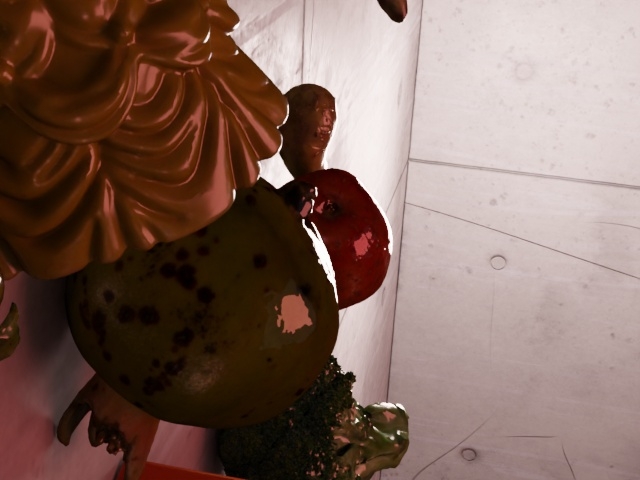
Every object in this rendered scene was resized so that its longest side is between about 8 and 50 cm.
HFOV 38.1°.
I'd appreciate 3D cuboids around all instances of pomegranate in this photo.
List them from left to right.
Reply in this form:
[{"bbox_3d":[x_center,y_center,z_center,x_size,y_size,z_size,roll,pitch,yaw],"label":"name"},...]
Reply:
[{"bbox_3d":[-0.085,0.064,0.659,0.198,0.198,0.246,-44,143,-73],"label":"pomegranate"}]

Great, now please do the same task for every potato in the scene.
[{"bbox_3d":[-0.021,-0.131,1.145,0.091,0.070,0.138,-114,-156,-43],"label":"potato"}]

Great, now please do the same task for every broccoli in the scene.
[{"bbox_3d":[-0.010,0.240,1.127,0.269,0.242,0.261,-54,-147,42],"label":"broccoli"}]

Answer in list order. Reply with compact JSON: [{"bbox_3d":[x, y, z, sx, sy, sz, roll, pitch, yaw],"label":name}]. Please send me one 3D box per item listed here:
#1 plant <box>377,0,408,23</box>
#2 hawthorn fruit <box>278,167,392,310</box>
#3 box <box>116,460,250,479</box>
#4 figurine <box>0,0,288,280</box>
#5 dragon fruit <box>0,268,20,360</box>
[{"bbox_3d":[-0.067,-0.292,0.761,0.180,0.251,0.333,-64,-153,3],"label":"plant"},{"bbox_3d":[0.000,0.000,1.121,0.189,0.189,0.189,8,90,-79],"label":"hawthorn fruit"},{"bbox_3d":[-0.071,0.422,0.825,0.348,0.257,0.318,84,19,-52],"label":"box"},{"bbox_3d":[-0.132,-0.153,0.353,0.168,0.187,0.315,-85,169,-46],"label":"figurine"},{"bbox_3d":[-0.171,0.051,0.319,0.175,0.138,0.142,-51,158,-24],"label":"dragon fruit"}]
